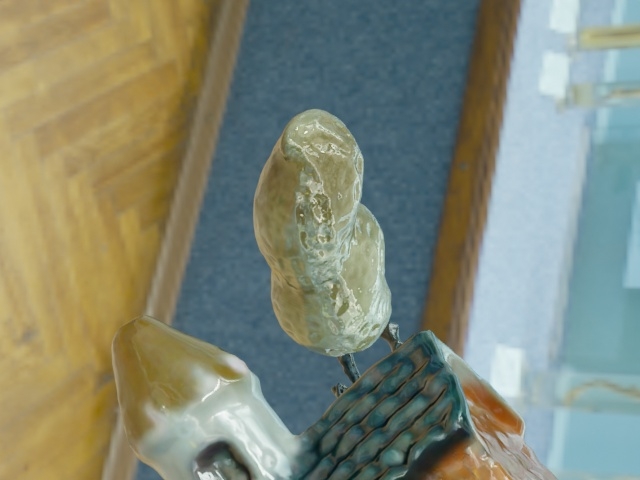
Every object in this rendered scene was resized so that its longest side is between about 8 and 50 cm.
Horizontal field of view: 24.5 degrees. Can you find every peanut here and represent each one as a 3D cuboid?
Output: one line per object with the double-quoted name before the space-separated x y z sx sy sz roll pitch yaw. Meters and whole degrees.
"peanut" 0.001 0.000 1.108 0.104 0.086 0.227 -49 144 -29

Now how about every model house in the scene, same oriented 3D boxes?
"model house" -0.005 0.147 0.549 0.301 0.271 0.190 49 13 16

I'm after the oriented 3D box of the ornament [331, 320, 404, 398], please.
"ornament" 0.080 0.146 1.358 0.080 0.236 0.202 -10 141 -23
